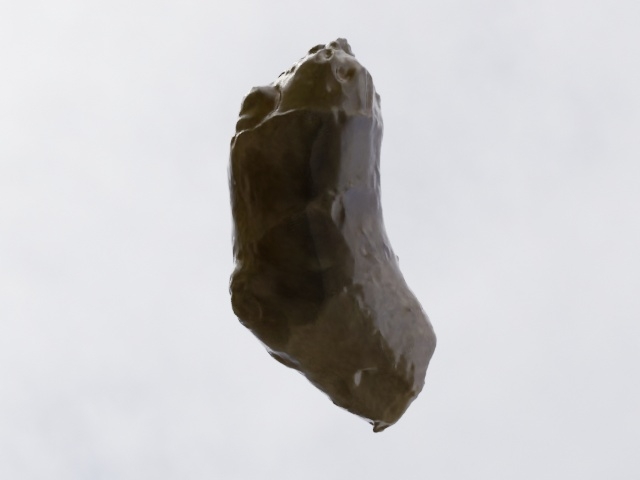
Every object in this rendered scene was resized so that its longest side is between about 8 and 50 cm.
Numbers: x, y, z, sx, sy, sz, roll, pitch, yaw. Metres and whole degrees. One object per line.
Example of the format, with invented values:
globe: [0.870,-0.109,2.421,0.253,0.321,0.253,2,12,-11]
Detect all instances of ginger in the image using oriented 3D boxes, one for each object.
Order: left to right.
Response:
ginger: [0.002,0.000,0.935,0.095,0.069,0.190,-7,-89,1]
